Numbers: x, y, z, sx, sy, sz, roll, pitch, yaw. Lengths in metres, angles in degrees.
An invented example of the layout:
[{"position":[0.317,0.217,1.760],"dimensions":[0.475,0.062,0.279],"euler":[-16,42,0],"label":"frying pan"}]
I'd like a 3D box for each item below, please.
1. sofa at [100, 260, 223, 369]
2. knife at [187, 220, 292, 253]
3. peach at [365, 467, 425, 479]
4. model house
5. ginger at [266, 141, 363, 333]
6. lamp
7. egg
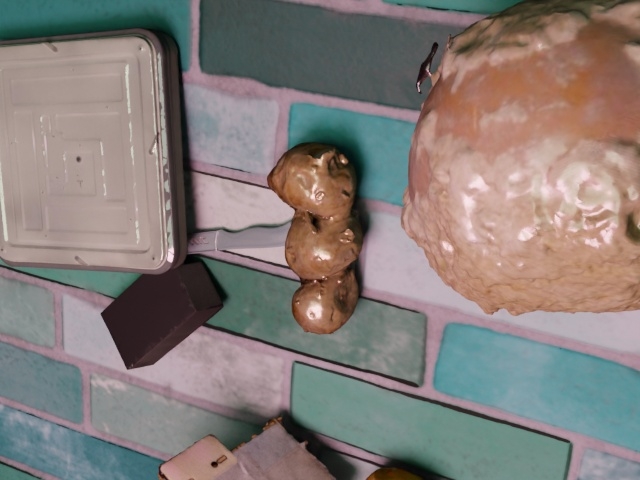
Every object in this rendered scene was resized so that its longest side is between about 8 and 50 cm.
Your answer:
[{"position":[-0.185,0.080,1.163],"dimensions":[0.147,0.060,0.085],"euler":[-40,72,33],"label":"sofa"},{"position":[-0.112,-0.001,1.114],"dimensions":[0.210,0.015,0.028],"euler":[-6,112,30],"label":"knife"},{"position":[0.082,0.296,1.071],"dimensions":[0.100,0.100,0.101],"euler":[9,112,24],"label":"peach"},{"position":[-0.121,0.347,1.110],"dimensions":[0.178,0.271,0.206],"euler":[40,136,21],"label":"model house"},{"position":[0.000,0.000,1.020],"dimensions":[0.104,0.080,0.204],"euler":[3,107,41],"label":"ginger"},{"position":[-0.274,-0.099,1.124],"dimensions":[0.269,0.047,0.267],"euler":[1,100,28],"label":"lamp"},{"position":[0.201,-0.065,0.791],"dimensions":[0.279,0.279,0.310],"euler":[47,150,5],"label":"egg"}]
